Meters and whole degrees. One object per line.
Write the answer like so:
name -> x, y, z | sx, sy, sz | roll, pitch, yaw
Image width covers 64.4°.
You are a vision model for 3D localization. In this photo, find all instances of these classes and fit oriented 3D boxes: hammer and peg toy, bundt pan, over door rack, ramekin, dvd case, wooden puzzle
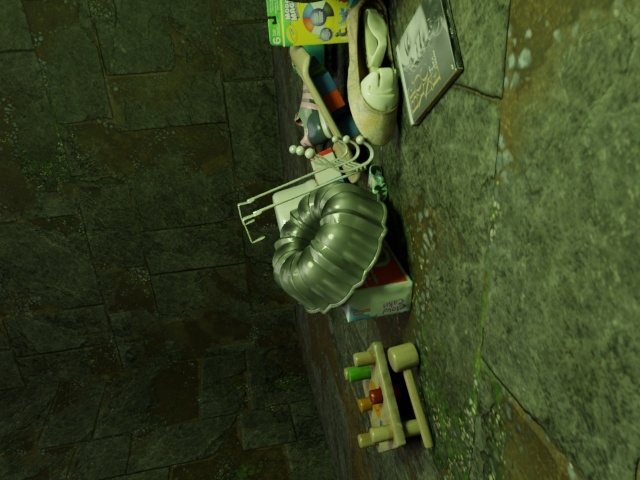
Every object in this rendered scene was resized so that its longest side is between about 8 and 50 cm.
hammer and peg toy -> 0.158, 0.398, 1.280 | 0.361, 0.128, 0.265 | 103, 158, -65
bundt pan -> 0.000, 0.000, 1.190 | 0.331, 0.124, 0.330 | -40, 34, 35
over door rack -> -0.058, -0.142, 1.152 | 0.108, 0.324, 0.239 | 57, 177, -16
ramekin -> -0.053, -0.036, 1.537 | 0.277, 0.135, 0.277 | 167, 90, -84
dvd case -> 0.183, -0.320, 0.892 | 0.221, 0.018, 0.164 | 128, 134, -77
wooden puzzle -> 0.027, -0.366, 1.393 | 0.322, 0.081, 0.347 | -108, -8, -60

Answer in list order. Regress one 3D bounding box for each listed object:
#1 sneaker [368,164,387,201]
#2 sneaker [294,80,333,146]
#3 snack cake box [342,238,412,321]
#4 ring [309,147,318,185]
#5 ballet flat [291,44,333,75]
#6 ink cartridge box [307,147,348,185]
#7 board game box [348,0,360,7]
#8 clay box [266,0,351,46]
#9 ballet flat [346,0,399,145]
sneaker -> 0.140, -0.132, 1.259 | 0.069, 0.038, 0.098 | 96, 168, -73
sneaker -> -0.039, -0.455, 1.688 | 0.112, 0.131, 0.318 | 29, -136, -53
snack cake box -> 0.108, 0.074, 1.252 | 0.264, 0.152, 0.089 | -112, 16, -57
ring -> 0.000, -0.245, 1.837 | 0.336, 0.032, 0.336 | -10, -90, -86
ballet flat -> -0.019, -0.698, 1.460 | 0.482, 0.164, 0.182 | 93, -174, -54
ink cartridge box -> 0.037, -0.185, 1.561 | 0.134, 0.078, 0.231 | 57, -168, -47
board game box -> 0.094, -0.624, 1.087 | 0.210, 0.047, 0.160 | 170, 92, -81
clay box -> -0.021, -0.564, 1.289 | 0.053, 0.222, 0.127 | -116, 20, -63
ballet flat -> 0.110, -0.359, 1.055 | 0.106, 0.108, 0.315 | 155, 106, -71
